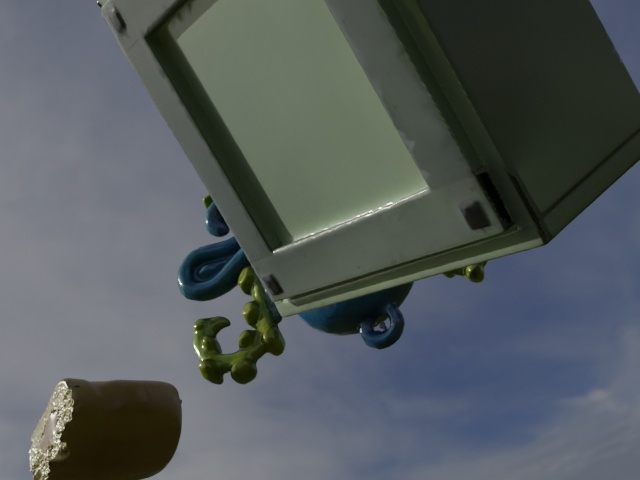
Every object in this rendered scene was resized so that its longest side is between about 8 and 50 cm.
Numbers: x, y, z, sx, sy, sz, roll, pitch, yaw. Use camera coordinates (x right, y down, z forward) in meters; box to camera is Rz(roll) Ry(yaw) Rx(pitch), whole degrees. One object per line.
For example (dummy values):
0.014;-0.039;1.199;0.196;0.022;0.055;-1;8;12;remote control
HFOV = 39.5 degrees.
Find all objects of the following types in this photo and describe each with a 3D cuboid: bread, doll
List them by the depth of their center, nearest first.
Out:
0.000;0.000;0.973;0.346;0.341;0.099;-36;-46;8;doll
-0.238;0.224;1.012;0.173;0.085;0.134;7;-58;-39;bread

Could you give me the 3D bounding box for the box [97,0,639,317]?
0.012;-0.093;0.481;0.117;0.225;0.225;-36;8;-35;box
